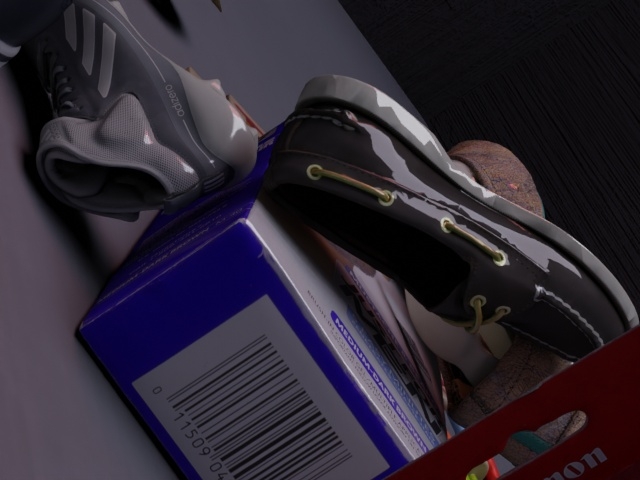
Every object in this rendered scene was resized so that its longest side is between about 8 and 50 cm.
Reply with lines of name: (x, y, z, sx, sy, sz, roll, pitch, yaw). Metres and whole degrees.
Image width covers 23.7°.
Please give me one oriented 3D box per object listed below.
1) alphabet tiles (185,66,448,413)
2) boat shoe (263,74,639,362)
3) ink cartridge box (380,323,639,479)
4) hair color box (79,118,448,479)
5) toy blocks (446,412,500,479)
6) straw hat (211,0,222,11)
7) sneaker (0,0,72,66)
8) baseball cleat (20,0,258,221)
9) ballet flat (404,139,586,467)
alphabet tiles: (0.000, 0.000, 1.308, 0.342, 0.011, 0.285, 47, 12, -21)
boat shoe: (0.068, 0.008, 0.800, 0.228, 0.068, 0.081, 36, -27, -16)
ink cartridge box: (0.154, 0.191, 0.670, 0.272, 0.309, 0.130, 50, 12, -33)
hair color box: (-0.016, 0.050, 0.888, 0.185, 0.110, 0.339, 55, 8, -10)
toy blocks: (0.121, 0.193, 1.282, 0.123, 0.054, 0.148, 43, 15, -50)
straw hat: (-0.143, -0.264, 1.411, 0.144, 0.061, 0.144, 159, -90, -86)
sneaker: (-0.202, -0.242, 0.845, 0.321, 0.127, 0.126, 60, 11, 25)
baseball cleat: (-0.130, -0.080, 0.841, 0.206, 0.109, 0.072, 31, -41, 35)
ballet flat: (0.091, 0.014, 0.957, 0.106, 0.107, 0.316, 23, 24, -25)
